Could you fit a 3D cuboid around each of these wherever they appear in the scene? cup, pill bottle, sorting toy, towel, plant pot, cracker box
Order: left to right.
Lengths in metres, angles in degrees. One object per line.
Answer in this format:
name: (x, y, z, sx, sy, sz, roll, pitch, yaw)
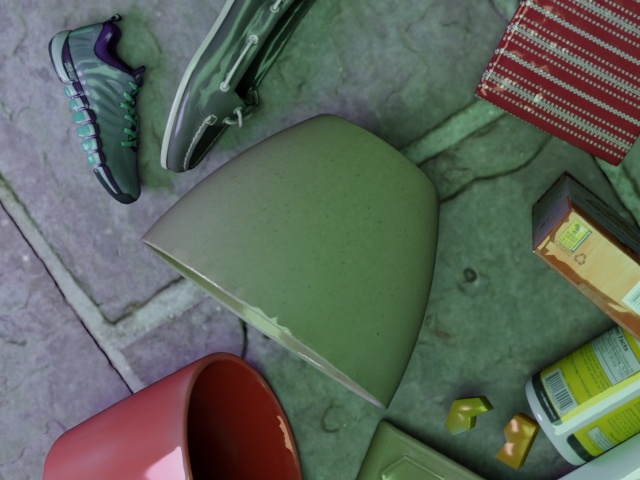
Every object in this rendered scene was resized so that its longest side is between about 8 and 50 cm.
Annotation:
plant pot: (-0.189, 0.298, 1.441, 0.243, 0.275, 0.275, -18, 100, 24)
cup: (0.000, 0.000, 1.319, 0.331, 0.331, 0.237, 34, 82, 1)
sorting toy: (0.141, 0.323, 1.440, 0.229, 0.041, 0.307, 29, 108, 27)
cracker box: (0.309, 0.013, 1.279, 0.155, 0.232, 0.067, 40, 106, -1)
towel: (0.320, -0.243, 1.313, 0.198, 0.031, 0.275, 26, 108, -6)
pill bottle: (0.355, 0.163, 1.367, 0.208, 0.119, 0.119, -34, 96, 16)

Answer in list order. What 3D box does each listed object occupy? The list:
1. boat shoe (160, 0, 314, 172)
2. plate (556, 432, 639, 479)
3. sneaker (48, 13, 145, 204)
boat shoe: (-0.082, -0.214, 1.359, 0.095, 0.112, 0.335, 29, 103, 7)
plate: (0.399, 0.372, 1.417, 0.278, 0.045, 0.277, -34, 110, 17)
sneaker: (-0.246, -0.158, 1.419, 0.098, 0.083, 0.224, -20, 99, 9)
